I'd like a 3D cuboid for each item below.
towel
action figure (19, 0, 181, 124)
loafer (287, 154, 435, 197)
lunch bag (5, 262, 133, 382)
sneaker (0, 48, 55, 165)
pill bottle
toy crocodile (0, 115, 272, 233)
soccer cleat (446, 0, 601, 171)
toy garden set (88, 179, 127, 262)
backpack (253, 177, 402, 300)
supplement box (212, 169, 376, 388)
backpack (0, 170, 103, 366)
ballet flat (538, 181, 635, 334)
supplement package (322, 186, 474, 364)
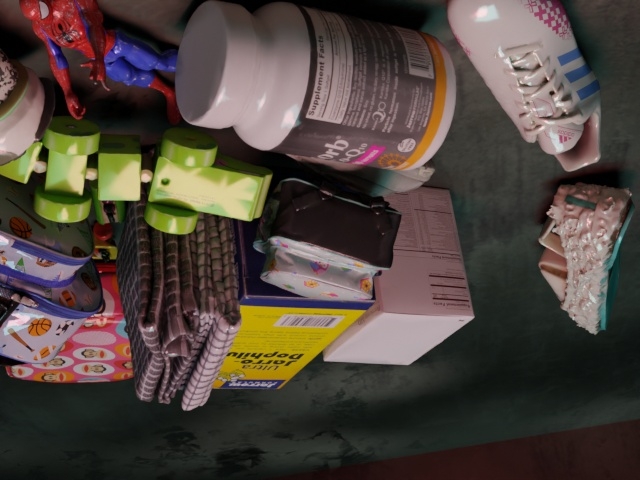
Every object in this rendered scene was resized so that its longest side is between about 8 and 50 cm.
[{"bbox_3d":[-0.196,0.052,1.686,0.121,0.283,0.235,1,148,-17],"label":"towel"},{"bbox_3d":[-0.216,-0.171,1.392,0.091,0.139,0.280,-22,150,27],"label":"action figure"},{"bbox_3d":[0.013,-0.112,1.613,0.111,0.112,0.319,-35,146,31],"label":"loafer"},{"bbox_3d":[-0.400,0.134,2.014,0.258,0.120,0.293,-2,155,-13],"label":"lunch bag"},{"bbox_3d":[-0.498,-0.156,1.373,0.410,0.158,0.182,-13,135,7],"label":"sneaker"},{"bbox_3d":[-0.005,-0.170,1.418,0.278,0.162,0.162,6,152,-29],"label":"pill bottle"},{"bbox_3d":[-0.227,-0.086,1.534,0.341,0.105,0.115,7,116,-11],"label":"toy crocodile"},{"bbox_3d":[0.250,-0.185,1.487,0.116,0.143,0.331,-20,153,25],"label":"soccer cleat"},{"bbox_3d":[-0.385,-0.014,1.779,0.244,0.049,0.204,-5,156,-6],"label":"toy garden set"},{"bbox_3d":[0.000,0.000,1.616,0.166,0.144,0.188,13,-179,-12],"label":"backpack"},{"bbox_3d":[-0.091,0.066,1.868,0.195,0.194,0.356,4,153,-24],"label":"supplement box"},{"bbox_3d":[-0.393,0.019,1.596,0.213,0.276,0.263,-37,134,18],"label":"backpack"},{"bbox_3d":[0.408,0.017,2.039,0.147,0.147,0.409,-9,153,3],"label":"ballet flat"},{"bbox_3d":[0.095,0.051,1.884,0.149,0.203,0.194,5,152,-27],"label":"supplement package"}]
